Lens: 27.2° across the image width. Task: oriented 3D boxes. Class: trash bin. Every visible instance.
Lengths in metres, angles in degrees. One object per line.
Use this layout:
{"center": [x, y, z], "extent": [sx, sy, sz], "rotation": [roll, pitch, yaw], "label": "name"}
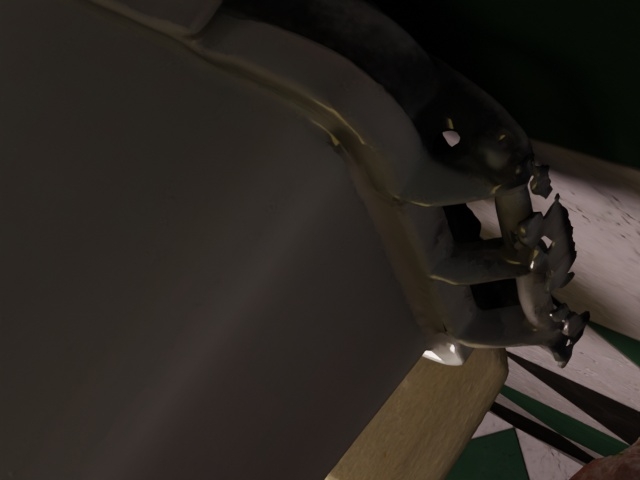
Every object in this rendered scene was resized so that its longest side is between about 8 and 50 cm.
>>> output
{"center": [-0.099, 0.065, 0.549], "extent": [0.296, 0.368, 0.256], "rotation": [28, 162, 25], "label": "trash bin"}

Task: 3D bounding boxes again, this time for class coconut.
{"center": [-0.001, 0.100, 0.974], "extent": [0.237, 0.266, 0.237], "rotation": [35, -179, -1], "label": "coconut"}

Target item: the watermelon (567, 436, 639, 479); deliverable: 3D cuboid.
{"center": [0.205, 0.153, 0.656], "extent": [0.148, 0.318, 0.226], "rotation": [31, -143, -53], "label": "watermelon"}
